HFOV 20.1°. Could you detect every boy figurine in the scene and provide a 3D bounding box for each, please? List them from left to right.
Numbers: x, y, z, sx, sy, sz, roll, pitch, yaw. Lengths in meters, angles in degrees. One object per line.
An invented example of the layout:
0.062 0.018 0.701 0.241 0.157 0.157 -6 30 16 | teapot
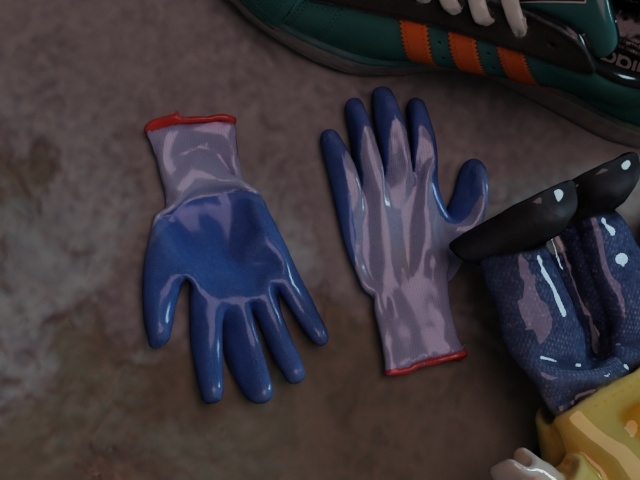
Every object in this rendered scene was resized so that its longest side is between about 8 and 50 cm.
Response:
0.164 0.107 0.921 0.177 0.092 0.285 -19 82 -33 | boy figurine

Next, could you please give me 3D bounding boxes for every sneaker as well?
0.096 -0.136 0.948 0.302 0.121 0.108 15 74 -11 | sneaker

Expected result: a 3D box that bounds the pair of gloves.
0.000 0.000 0.944 0.198 0.023 0.159 -8 80 -15 | pair of gloves
